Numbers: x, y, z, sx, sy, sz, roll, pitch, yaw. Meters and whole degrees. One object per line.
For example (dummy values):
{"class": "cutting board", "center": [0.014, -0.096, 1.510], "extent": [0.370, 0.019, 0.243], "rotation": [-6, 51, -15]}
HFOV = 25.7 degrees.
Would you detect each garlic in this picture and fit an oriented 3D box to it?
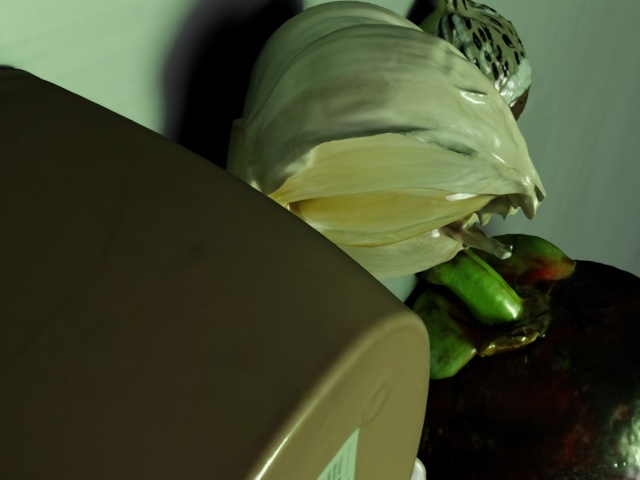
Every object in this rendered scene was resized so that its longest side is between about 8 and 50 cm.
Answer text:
{"class": "garlic", "center": [0.031, -0.063, 0.828], "extent": [0.229, 0.178, 0.143], "rotation": [115, -25, -63]}

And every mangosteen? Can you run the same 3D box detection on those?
{"class": "mangosteen", "center": [0.224, 0.135, 1.346], "extent": [0.306, 0.306, 0.359], "rotation": [-48, 132, -43]}

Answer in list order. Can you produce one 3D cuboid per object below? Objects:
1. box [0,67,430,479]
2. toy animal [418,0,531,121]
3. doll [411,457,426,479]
{"class": "box", "center": [-0.101, 0.101, 0.584], "extent": [0.301, 0.216, 0.301], "rotation": [-49, 153, -36]}
{"class": "toy animal", "center": [0.113, -0.138, 1.039], "extent": [0.098, 0.098, 0.137], "rotation": [-45, 151, -46]}
{"class": "doll", "center": [-0.025, 0.349, 1.061], "extent": [0.215, 0.226, 0.370], "rotation": [65, 32, -23]}
